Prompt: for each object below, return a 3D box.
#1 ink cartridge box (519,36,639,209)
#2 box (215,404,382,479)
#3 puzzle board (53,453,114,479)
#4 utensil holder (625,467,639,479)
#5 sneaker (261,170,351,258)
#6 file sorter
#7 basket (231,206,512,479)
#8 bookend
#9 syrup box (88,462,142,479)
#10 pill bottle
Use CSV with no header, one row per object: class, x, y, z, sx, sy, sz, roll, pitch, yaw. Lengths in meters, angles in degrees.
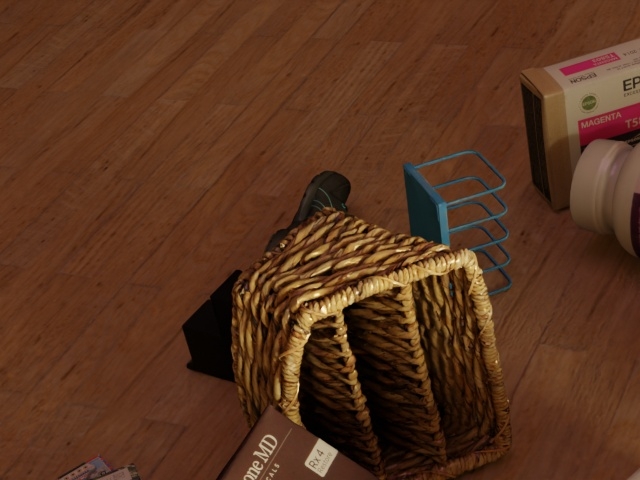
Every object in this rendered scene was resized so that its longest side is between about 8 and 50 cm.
ink cartridge box,0.412,-0.171,1.967,0.234,0.193,0.088,-18,34,-7
box,-0.031,0.309,1.353,0.203,0.167,0.168,34,41,1
puzzle board,-0.297,0.308,1.659,0.128,0.011,0.096,-28,37,-23
utensil holder,0.412,0.363,1.077,0.327,0.328,0.385,-25,33,-18
sneaker,0.000,0.000,1.965,0.106,0.101,0.267,22,41,9
file sorter,0.185,-0.016,1.838,0.104,0.170,0.118,-16,34,-12
basket,0.051,0.149,1.519,0.223,0.299,0.213,19,45,39
bookend,-0.107,0.101,1.770,0.157,0.156,0.072,11,41,33
syrup box,-0.199,0.355,1.481,0.093,0.096,0.237,-21,36,-13
pill bottle,0.481,-0.046,1.784,0.301,0.169,0.169,14,42,34
